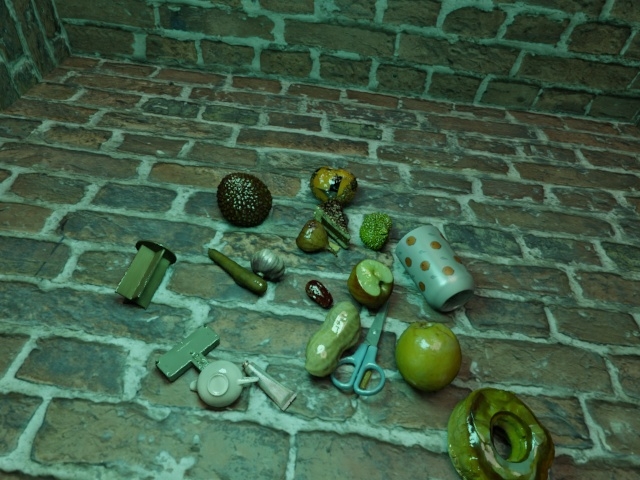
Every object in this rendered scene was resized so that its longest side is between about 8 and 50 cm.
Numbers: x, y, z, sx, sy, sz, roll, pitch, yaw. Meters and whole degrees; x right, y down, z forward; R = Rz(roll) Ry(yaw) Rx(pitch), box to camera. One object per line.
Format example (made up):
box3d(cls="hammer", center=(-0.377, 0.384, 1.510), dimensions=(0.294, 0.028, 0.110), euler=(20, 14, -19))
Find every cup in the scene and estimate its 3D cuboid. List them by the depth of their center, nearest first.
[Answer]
box3d(cls="cup", center=(0.472, 0.120, 1.706), dimensions=(0.213, 0.212, 0.317), euler=(-12, 50, -17))

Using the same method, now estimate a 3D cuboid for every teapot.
box3d(cls="teapot", center=(-0.314, 0.463, 1.353), dimensions=(0.227, 0.092, 0.145), euler=(-2, 79, -6))

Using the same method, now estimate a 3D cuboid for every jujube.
box3d(cls="jujube", center=(-0.006, 0.213, 1.658), dimensions=(0.077, 0.077, 0.129), euler=(-32, 67, -31))

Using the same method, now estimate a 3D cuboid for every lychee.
box3d(cls="lychee", center=(-0.351, -0.197, 1.878), dimensions=(0.272, 0.271, 0.271), euler=(3, 46, -4))

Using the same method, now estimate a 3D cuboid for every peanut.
box3d(cls="peanut", center=(0.047, 0.350, 1.489), dimensions=(0.149, 0.149, 0.313), euler=(29, 50, 20))

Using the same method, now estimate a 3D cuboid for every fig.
box3d(cls="fig", center=(0.000, 0.000, 1.828), dimensions=(0.201, 0.146, 0.134), euler=(26, 4, 5))

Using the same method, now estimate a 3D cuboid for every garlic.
box3d(cls="garlic", center=(-0.215, 0.104, 1.684), dimensions=(0.147, 0.159, 0.101), euler=(23, 64, -2))

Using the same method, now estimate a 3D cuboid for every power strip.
box3d(cls="power strip", center=(-0.436, 0.396, 1.436), dimensions=(0.145, 0.061, 0.216), euler=(34, 52, 24))

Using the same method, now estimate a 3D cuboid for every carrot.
box3d(cls="carrot", center=(-0.351, 0.120, 1.710), dimensions=(0.343, 0.070, 0.070), euler=(30, 50, 26))

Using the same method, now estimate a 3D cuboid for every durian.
box3d(cls="durian", center=(0.247, -0.055, 1.881), dimensions=(0.146, 0.159, 0.198), euler=(10, 45, 4))

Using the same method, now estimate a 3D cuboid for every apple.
box3d(cls="apple", center=(0.199, 0.175, 1.654), dimensions=(0.173, 0.160, 0.195), euler=(29, 52, 25))

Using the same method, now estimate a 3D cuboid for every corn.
box3d(cls="corn", center=(0.154, 0.487, 1.444), dimensions=(0.028, 0.027, 0.083), euler=(10, 42, 32))

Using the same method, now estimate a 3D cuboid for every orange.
box3d(cls="orange", center=(0.064, -0.268, 2.034), dimensions=(0.235, 0.182, 0.234), euler=(2, 15, -1))

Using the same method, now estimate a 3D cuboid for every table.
box3d(cls="table", center=(-0.678, 0.135, 1.607), dimensions=(0.167, 0.167, 0.226), euler=(12, 55, 4))

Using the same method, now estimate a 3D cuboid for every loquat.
box3d(cls="loquat", center=(0.371, 0.400, 1.430), dimensions=(0.244, 0.243, 0.243), euler=(3, 46, -4))

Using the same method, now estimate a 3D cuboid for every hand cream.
box3d(cls="hand cream", center=(-0.180, 0.478, 1.407), dimensions=(0.210, 0.043, 0.067), euler=(35, 59, 18))

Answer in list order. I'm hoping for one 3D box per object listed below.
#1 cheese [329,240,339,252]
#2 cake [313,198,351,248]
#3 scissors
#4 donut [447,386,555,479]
box3d(cls="cheese", center=(0.047, 0.024, 1.871), dimensions=(0.083, 0.030, 0.044), euler=(34, 49, 27))
box3d(cls="cake", center=(0.047, -0.066, 1.904), dimensions=(0.135, 0.112, 0.245), euler=(-6, 51, -9))
box3d(cls="scissors", center=(0.189, 0.370, 1.546), dimensions=(0.193, 0.029, 0.447), euler=(9, 40, 23))
box3d(cls="donut", center=(0.558, 0.618, 1.278), dimensions=(0.331, 0.159, 0.329), euler=(8, 49, -9))
